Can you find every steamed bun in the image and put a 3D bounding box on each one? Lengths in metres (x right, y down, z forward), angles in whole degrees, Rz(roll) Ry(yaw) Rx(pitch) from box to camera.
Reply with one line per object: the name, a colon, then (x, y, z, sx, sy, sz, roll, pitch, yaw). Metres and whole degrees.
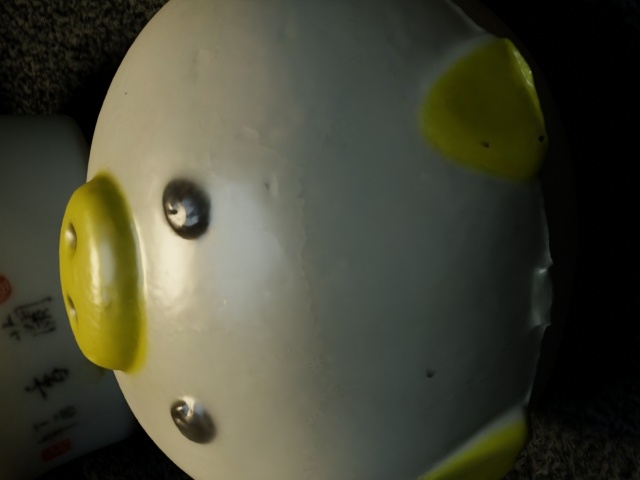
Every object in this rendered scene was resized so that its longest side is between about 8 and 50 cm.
steamed bun: (0.005, -0.002, 1.258, 0.334, 0.334, 0.374, 19, 121, 39)

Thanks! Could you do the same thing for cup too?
cup: (-0.224, 0.037, 1.551, 0.347, 0.163, 0.347, 169, 90, -78)
